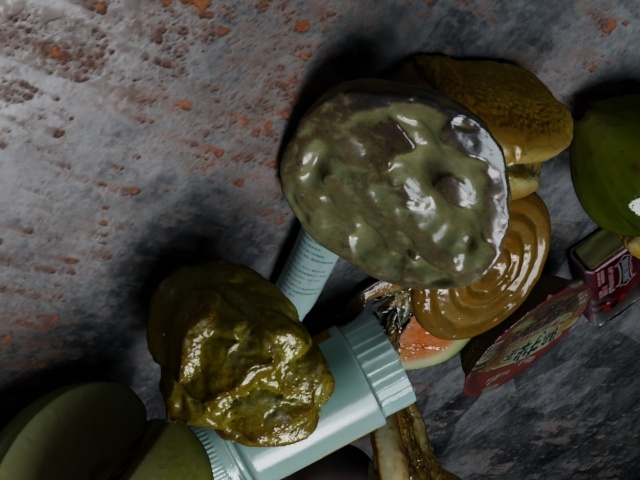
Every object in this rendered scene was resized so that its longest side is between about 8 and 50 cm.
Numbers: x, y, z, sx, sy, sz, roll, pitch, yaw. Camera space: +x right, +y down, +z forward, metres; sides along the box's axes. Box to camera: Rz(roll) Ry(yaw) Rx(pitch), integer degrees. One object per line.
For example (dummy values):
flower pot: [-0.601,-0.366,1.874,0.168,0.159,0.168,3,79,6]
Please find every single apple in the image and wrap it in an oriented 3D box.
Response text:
apple: [-0.269,0.315,1.524,0.254,0.292,0.292,-53,160,-31]

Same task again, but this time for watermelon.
watermelon: [0.184,0.122,1.946,0.119,0.063,0.245,2,141,-18]

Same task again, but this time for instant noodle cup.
instant noodle cup: [0.310,0.134,2.035,0.274,0.091,0.274,-32,156,-17]

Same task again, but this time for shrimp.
shrimp: [0.080,0.116,1.844,0.148,0.035,0.195,-17,142,-31]

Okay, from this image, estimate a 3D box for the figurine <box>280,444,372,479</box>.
figurine: [0.014,0.439,2.091,0.206,0.218,0.365,-58,166,-10]

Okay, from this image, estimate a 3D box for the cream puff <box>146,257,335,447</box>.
cream puff: [-0.099,0.136,1.493,0.196,0.244,0.244,-16,145,-30]

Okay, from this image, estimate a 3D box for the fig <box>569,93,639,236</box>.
fig: [0.430,-0.119,1.749,0.225,0.203,0.203,40,106,-20]

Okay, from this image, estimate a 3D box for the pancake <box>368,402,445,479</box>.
pancake: [0.142,0.387,1.990,0.071,0.382,0.382,-15,152,12]

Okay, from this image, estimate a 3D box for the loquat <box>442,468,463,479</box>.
loquat: [0.191,0.558,2.361,0.263,0.263,0.263,-26,149,-17]

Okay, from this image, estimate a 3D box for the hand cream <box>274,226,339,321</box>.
hand cream: [0.000,0.000,1.564,0.058,0.085,0.331,-47,167,-44]

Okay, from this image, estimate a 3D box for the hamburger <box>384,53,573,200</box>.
hamburger: [0.186,-0.119,1.496,0.283,0.156,0.144,0,138,-39]

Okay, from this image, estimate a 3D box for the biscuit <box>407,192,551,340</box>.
biscuit: [0.238,0.037,1.821,0.262,0.037,0.262,-21,130,-27]

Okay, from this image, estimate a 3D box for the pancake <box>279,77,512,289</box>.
pancake: [0.084,-0.064,1.416,0.294,0.294,0.049,106,8,-47]

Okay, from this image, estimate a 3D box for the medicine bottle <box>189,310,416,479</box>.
medicine bottle: [-0.034,0.233,1.747,0.318,0.158,0.158,-27,150,-3]

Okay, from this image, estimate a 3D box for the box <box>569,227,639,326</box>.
box: [0.492,0.056,2.150,0.120,0.069,0.224,-33,149,-5]

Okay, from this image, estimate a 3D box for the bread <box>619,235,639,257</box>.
bread: [0.542,-0.061,1.931,0.198,0.120,0.236,-45,172,17]
